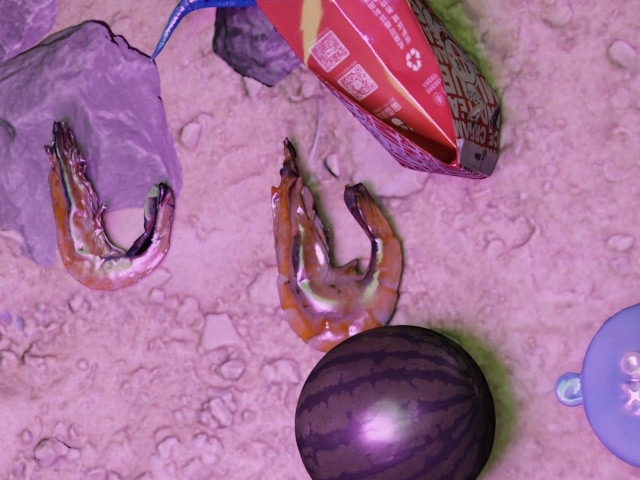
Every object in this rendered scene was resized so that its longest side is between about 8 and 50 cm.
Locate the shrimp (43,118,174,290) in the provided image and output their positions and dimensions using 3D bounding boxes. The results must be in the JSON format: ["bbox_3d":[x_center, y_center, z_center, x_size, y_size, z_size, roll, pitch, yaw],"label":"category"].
[{"bbox_3d":[-0.253,-0.052,1.940,0.152,0.046,0.219,-20,80,14],"label":"shrimp"}]

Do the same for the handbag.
[{"bbox_3d":[0.079,-0.183,1.792,0.151,0.171,0.298,-37,73,12],"label":"handbag"}]

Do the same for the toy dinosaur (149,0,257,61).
[{"bbox_3d":[-0.073,-0.335,1.916,0.329,0.076,0.144,-22,83,2],"label":"toy dinosaur"}]

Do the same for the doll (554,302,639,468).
[{"bbox_3d":[0.395,0.143,1.665,0.314,0.141,0.177,-6,77,13],"label":"doll"}]

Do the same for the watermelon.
[{"bbox_3d":[0.077,0.192,1.720,0.212,0.212,0.212,-3,81,17],"label":"watermelon"}]

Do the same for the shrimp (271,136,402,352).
[{"bbox_3d":[0.017,0.000,1.845,0.145,0.059,0.254,-6,80,13],"label":"shrimp"}]
